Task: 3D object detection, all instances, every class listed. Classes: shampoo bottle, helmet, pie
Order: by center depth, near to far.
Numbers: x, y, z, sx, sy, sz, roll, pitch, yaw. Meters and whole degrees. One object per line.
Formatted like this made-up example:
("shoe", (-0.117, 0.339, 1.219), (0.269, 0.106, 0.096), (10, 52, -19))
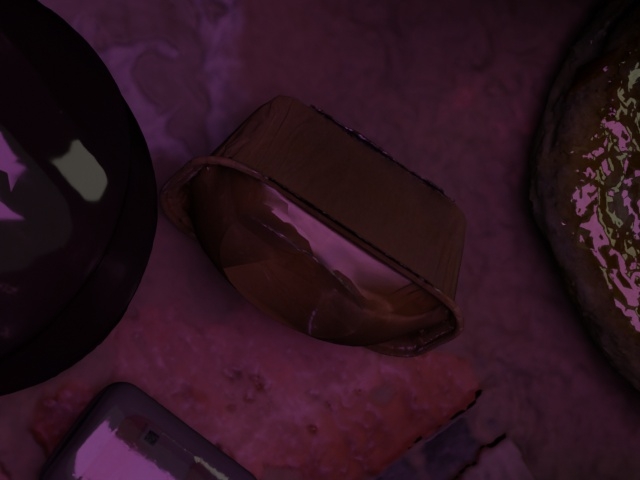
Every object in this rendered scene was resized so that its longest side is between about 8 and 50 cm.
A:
("helmet", (-0.215, -0.040, 0.987), (0.305, 0.177, 0.225), (32, 82, -14))
("shampoo bottle", (-0.071, 0.153, 1.091), (0.165, 0.040, 0.080), (39, 77, -11))
("pie", (0.274, -0.041, 1.182), (0.323, 0.070, 0.323), (1, 87, -16))

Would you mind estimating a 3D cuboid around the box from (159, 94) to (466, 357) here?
("box", (0.000, 0.000, 1.086), (0.177, 0.111, 0.111), (34, 80, -12))
